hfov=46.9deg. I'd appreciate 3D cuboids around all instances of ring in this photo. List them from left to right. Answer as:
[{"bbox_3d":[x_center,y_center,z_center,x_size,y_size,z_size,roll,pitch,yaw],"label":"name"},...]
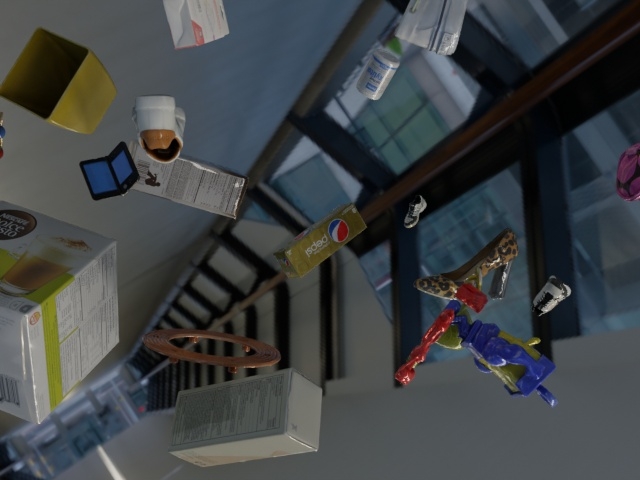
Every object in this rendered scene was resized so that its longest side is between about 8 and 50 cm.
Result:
[{"bbox_3d":[-0.265,0.268,1.801,0.337,0.032,0.336,8,-177,0],"label":"ring"}]

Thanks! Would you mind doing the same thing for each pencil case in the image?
[{"bbox_3d":[0.574,-0.110,1.158,0.210,0.098,0.095,-2,-170,-13],"label":"pencil case"}]

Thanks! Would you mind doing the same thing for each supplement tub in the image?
[{"bbox_3d":[0.142,-0.411,1.823,0.071,0.071,0.107,-30,154,-56],"label":"supplement tub"}]

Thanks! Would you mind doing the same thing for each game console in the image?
[{"bbox_3d":[-0.508,-0.169,1.774,0.107,0.122,0.071,-39,155,26],"label":"game console"}]

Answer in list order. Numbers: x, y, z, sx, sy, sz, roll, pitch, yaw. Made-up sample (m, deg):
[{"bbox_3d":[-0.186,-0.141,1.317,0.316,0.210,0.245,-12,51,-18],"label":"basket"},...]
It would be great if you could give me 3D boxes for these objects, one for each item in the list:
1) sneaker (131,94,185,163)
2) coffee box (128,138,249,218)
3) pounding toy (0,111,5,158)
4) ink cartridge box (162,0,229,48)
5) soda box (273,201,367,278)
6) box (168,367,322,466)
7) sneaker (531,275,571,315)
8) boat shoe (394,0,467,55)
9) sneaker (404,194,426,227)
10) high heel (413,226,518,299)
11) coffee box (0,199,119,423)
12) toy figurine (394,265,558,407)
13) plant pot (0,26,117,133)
[{"bbox_3d":[-0.327,-0.213,1.481,0.106,0.123,0.290,-4,-176,-5],"label":"sneaker"},{"bbox_3d":[-0.357,-0.163,1.933,0.168,0.297,0.118,33,-74,67],"label":"coffee box"},{"bbox_3d":[-0.871,-0.257,1.926,0.094,0.206,0.181,8,134,-16],"label":"pounding toy"},{"bbox_3d":[-0.296,-0.537,1.782,0.067,0.115,0.198,-4,-159,19],"label":"ink cartridge box"},{"bbox_3d":[0.000,0.000,1.435,0.181,0.061,0.058,-37,-167,-25],"label":"soda box"},{"bbox_3d":[-0.159,0.379,1.559,0.311,0.121,0.147,-16,-129,30],"label":"box"},{"bbox_3d":[0.369,0.092,1.186,0.044,0.040,0.109,-41,158,-15],"label":"sneaker"},{"bbox_3d":[0.138,-0.318,0.824,0.083,0.076,0.226,105,0,-70],"label":"boat shoe"},{"bbox_3d":[0.207,-0.067,1.658,0.032,0.037,0.083,9,-124,37],"label":"sneaker"},{"bbox_3d":[0.358,0.049,1.810,0.261,0.186,0.093,3,-162,-19],"label":"high heel"},{"bbox_3d":[-0.711,0.158,1.746,0.334,0.338,0.338,-54,158,-53],"label":"coffee box"},{"bbox_3d":[0.256,0.201,1.141,0.191,0.217,0.362,-51,168,-9],"label":"toy figurine"},{"bbox_3d":[-0.668,-0.398,1.939,0.212,0.212,0.187,-61,153,-5],"label":"plant pot"}]
